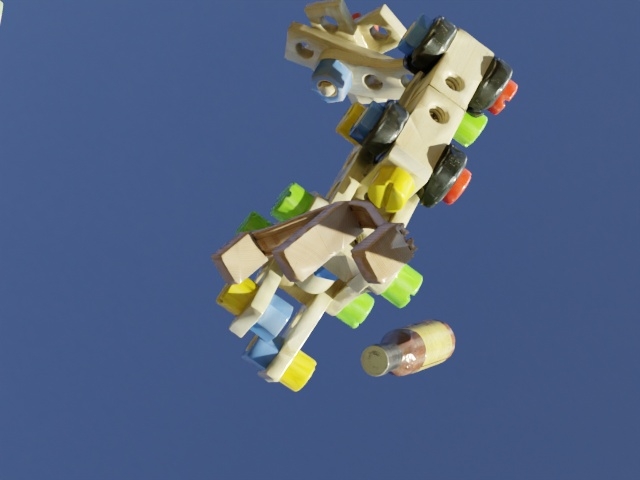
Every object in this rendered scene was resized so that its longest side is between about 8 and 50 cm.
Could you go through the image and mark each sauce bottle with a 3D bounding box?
[{"bbox_3d":[0.073,0.092,1.397,0.042,0.128,0.042,1,-87,26],"label":"sauce bottle"}]

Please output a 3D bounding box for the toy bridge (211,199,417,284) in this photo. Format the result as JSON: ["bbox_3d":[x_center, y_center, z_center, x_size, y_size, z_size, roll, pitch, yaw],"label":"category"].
[{"bbox_3d":[0.000,0.000,1.032,0.063,0.026,0.188,-40,-161,-27],"label":"toy bridge"}]

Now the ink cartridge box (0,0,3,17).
[{"bbox_3d":[-0.406,-0.179,1.630,0.056,0.171,0.235,-19,-127,30],"label":"ink cartridge box"}]

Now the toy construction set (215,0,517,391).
[{"bbox_3d":[0.034,-0.060,1.271,0.215,0.151,0.328,-45,-153,51],"label":"toy construction set"}]
